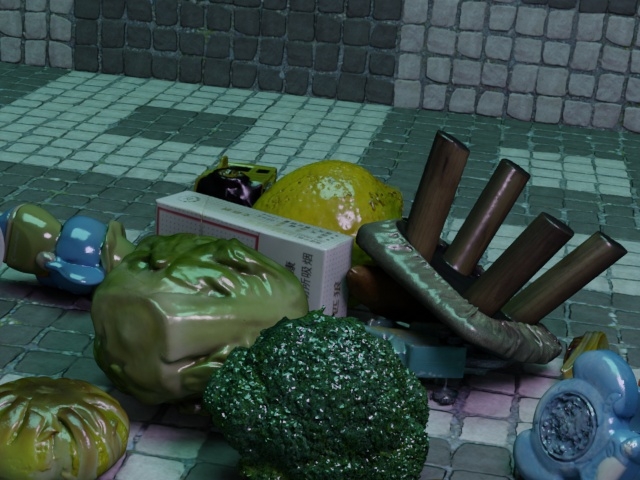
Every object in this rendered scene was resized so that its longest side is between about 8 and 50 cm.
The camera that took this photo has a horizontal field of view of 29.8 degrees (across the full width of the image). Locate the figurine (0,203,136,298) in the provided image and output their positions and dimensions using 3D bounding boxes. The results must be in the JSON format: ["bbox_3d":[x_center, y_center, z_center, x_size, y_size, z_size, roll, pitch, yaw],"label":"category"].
[{"bbox_3d":[-0.437,0.012,2.076,0.262,0.154,0.180,23,-4,13],"label":"figurine"}]

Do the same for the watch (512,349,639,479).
[{"bbox_3d":[0.385,0.257,1.579,0.193,0.211,0.211,12,11,-41],"label":"watch"}]

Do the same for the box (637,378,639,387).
[{"bbox_3d":[0.545,0.253,1.780,0.100,0.048,0.152,2,17,-12],"label":"box"}]

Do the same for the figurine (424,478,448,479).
[{"bbox_3d":[0.117,0.330,1.230,0.342,0.167,0.285,8,1,20],"label":"figurine"}]

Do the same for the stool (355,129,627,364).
[{"bbox_3d":[0.262,0.012,1.842,0.310,0.226,0.310,42,17,32],"label":"stool"}]

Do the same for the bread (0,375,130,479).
[{"bbox_3d":[-0.351,0.235,1.548,0.213,0.105,0.213,3,17,-1],"label":"bread"}]

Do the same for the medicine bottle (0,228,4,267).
[{"bbox_3d":[-0.712,-0.027,2.037,0.213,0.213,0.378,-14,27,-42],"label":"medicine bottle"}]

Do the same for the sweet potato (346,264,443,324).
[{"bbox_3d":[0.142,0.090,1.943,0.341,0.092,0.114,21,-11,-38],"label":"sweet potato"}]

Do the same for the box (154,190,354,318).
[{"bbox_3d":[-0.115,0.061,1.924,0.330,0.210,0.095,17,22,30],"label":"box"}]

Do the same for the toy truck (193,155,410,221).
[{"bbox_3d":[-0.031,-0.048,2.295,0.405,0.180,0.254,8,17,6],"label":"toy truck"}]

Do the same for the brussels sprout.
[{"bbox_3d":[-0.178,0.108,1.721,0.328,0.247,0.328,-11,6,1],"label":"brussels sprout"}]

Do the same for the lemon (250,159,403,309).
[{"bbox_3d":[0.000,0.000,2.046,0.310,0.258,0.258,-22,14,15],"label":"lemon"}]

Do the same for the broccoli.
[{"bbox_3d":[-0.003,0.220,1.536,0.294,0.265,0.245,13,-15,4],"label":"broccoli"}]

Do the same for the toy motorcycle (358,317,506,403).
[{"bbox_3d":[0.134,0.174,1.846,0.296,0.109,0.198,3,7,-20],"label":"toy motorcycle"}]

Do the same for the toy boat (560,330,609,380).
[{"bbox_3d":[0.418,0.187,1.911,0.066,0.065,0.172,-11,11,26],"label":"toy boat"}]
